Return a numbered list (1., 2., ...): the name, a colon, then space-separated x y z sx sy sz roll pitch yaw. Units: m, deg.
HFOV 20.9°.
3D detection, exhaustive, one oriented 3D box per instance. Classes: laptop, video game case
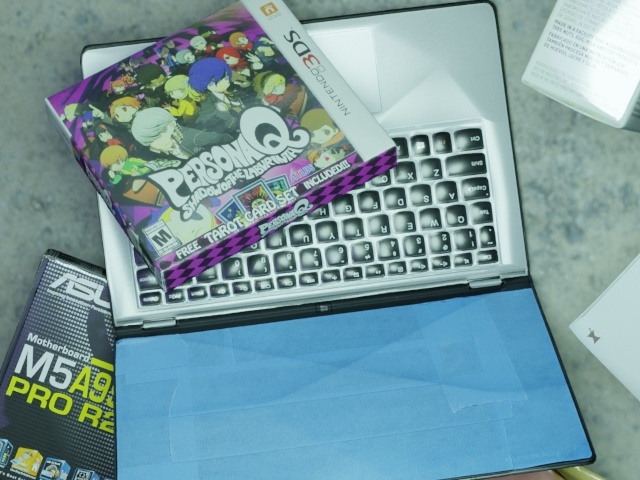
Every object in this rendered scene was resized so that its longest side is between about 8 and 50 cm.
1. laptop: 0.000 0.000 1.467 0.382 0.236 0.407 -7 89 -3
2. video game case: -0.086 -0.092 1.488 0.232 0.042 0.210 -28 62 -14

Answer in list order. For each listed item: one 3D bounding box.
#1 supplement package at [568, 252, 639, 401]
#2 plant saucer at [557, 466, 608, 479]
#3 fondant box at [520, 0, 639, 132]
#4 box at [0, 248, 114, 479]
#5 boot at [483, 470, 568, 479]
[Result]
1. supplement package: 0.374 0.041 1.404 0.204 0.145 0.262 47 129 12
2. plant saucer: 0.102 0.305 1.581 0.333 0.081 0.332 29 100 16
3. fondant box: 0.296 -0.253 1.421 0.096 0.238 0.330 28 99 17
4. box: -0.167 0.155 1.617 0.270 0.060 0.216 22 94 -7
5. boot: 0.112 0.299 1.509 0.280 0.096 0.264 -45 71 6
